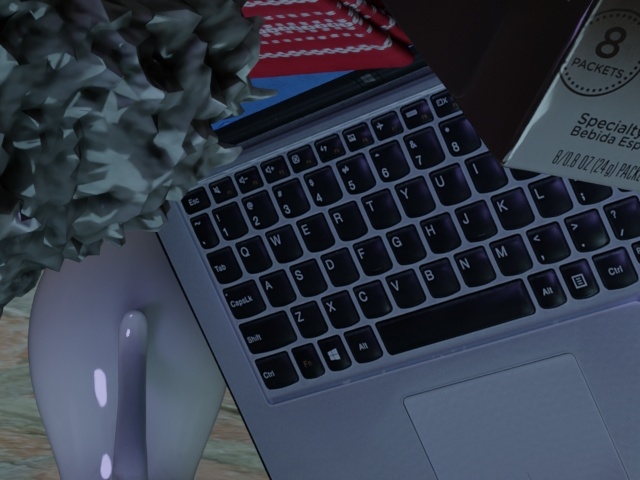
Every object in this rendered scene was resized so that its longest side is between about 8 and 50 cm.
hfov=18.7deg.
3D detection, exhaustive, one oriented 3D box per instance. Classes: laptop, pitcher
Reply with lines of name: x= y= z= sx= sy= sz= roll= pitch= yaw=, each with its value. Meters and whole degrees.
laptop: x=0.000 y=0.000 z=0.929 sx=0.382 sy=0.408 sz=0.236 roll=-19 pitch=-172 yaw=39
pitcher: x=-0.113 y=0.090 z=1.162 sx=0.125 sy=0.207 sz=0.178 roll=3 pitch=165 yaw=-9

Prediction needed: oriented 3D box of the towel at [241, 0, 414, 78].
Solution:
towel: x=-0.103 y=-0.106 z=0.709 sx=0.198 sy=0.031 sz=0.275 roll=-3 pitch=167 yaw=26

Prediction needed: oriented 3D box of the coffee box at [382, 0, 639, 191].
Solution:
coffee box: x=0.195 y=-0.102 z=0.728 sx=0.297 sy=0.119 sz=0.168 roll=10 pitch=123 yaw=-32

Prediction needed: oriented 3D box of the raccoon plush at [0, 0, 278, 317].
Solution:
raccoon plush: x=-0.188 y=-0.005 z=0.255 sx=0.299 sy=0.446 sz=0.216 roll=39 pitch=120 yaw=-8
